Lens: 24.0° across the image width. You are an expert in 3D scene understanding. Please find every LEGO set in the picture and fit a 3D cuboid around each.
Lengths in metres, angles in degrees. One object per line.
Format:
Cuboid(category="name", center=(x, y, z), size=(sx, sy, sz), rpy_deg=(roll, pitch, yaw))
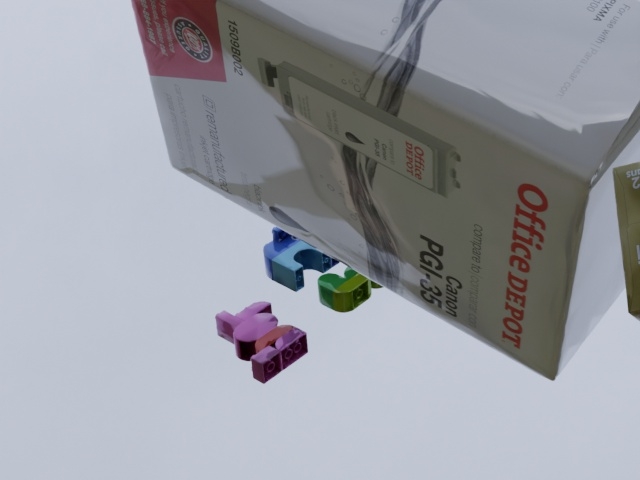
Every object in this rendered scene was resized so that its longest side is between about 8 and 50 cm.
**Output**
Cuboid(category="LEGO set", center=(0.000, 0.000, 1.144), size=(0.093, 0.227, 0.087), rpy_deg=(26, -46, 36))

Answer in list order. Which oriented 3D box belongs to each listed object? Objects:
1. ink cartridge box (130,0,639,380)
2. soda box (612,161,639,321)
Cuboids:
Cuboid(category="ink cartridge box", center=(0.047, -0.074, 0.833), size=(0.283, 0.117, 0.207), rpy_deg=(29, -26, 20))
Cuboid(category="soda box", center=(0.175, 0.019, 0.594), size=(0.061, 0.058, 0.181), rpy_deg=(-14, -24, 27))
